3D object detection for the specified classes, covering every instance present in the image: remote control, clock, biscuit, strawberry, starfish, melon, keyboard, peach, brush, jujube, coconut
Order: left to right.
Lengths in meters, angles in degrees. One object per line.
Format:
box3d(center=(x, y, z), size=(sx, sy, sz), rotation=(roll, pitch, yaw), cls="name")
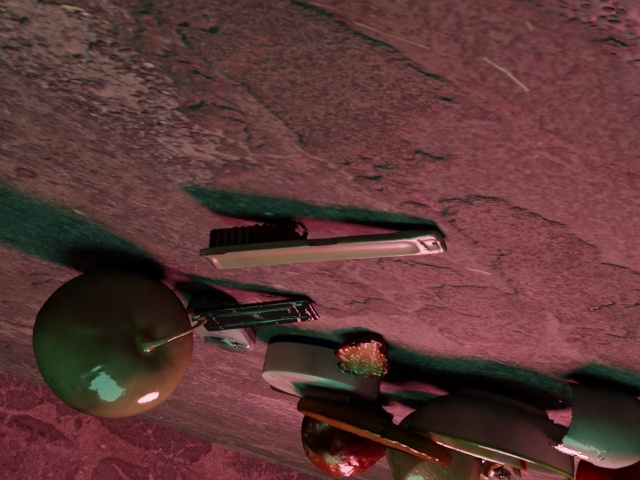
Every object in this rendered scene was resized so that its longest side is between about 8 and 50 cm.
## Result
box3d(center=(-0.344, 0.169, 1.723), size=(0.272, 0.271, 0.308), rotation=(17, 168, -9), cls="melon")
box3d(center=(-0.175, 0.152, 1.861), size=(0.104, 0.052, 0.247), rotation=(11, 162, 9), cls="remote control")
box3d(center=(-0.106, 0.122, 1.702), size=(0.204, 0.013, 0.061), rotation=(-8, 141, 20), cls="keyboard")
box3d(center=(0.000, 0.000, 1.316), size=(0.321, 0.050, 0.060), rotation=(-4, 154, 23), cls="brush")
box3d(center=(0.005, 0.254, 1.995), size=(0.230, 0.083, 0.230), rotation=(10, 162, 3), cls="clock")
box3d(center=(0.068, 0.422, 2.285), size=(0.190, 0.190, 0.255), rotation=(3, 169, 29), cls="jujube")
box3d(center=(0.079, 0.199, 1.836), size=(0.104, 0.048, 0.152), rotation=(22, 145, -4), cls="strawberry")
box3d(center=(0.105, 0.366, 2.009), size=(0.318, 0.040, 0.318), rotation=(19, 169, 4), cls="biscuit")
box3d(center=(0.248, 0.481, 2.231), size=(0.205, 0.236, 0.236), rotation=(11, 165, -29), cls="coconut")
box3d(center=(0.451, 0.452, 2.193), size=(0.238, 0.071, 0.216), rotation=(-21, 167, 11), cls="starfish")
box3d(center=(0.610, 0.455, 2.022), size=(0.154, 0.158, 0.267), rotation=(19, 171, -19), cls="peach")

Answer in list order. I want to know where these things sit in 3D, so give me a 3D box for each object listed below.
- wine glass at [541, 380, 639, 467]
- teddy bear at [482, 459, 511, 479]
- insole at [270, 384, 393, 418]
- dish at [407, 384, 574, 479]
box3d(center=(0.542, 0.332, 1.752), size=(0.321, 0.143, 0.143), rotation=(19, 161, -7), cls="wine glass")
box3d(center=(0.381, 0.469, 2.352), size=(0.133, 0.111, 0.213), rotation=(-5, 138, -8), cls="teddy bear")
box3d(center=(0.028, 0.382, 2.454), size=(0.309, 0.012, 0.110), rotation=(16, 162, -8), cls="insole")
box3d(center=(0.336, 0.350, 1.980), size=(0.324, 0.124, 0.324), rotation=(17, 168, 4), cls="dish")
